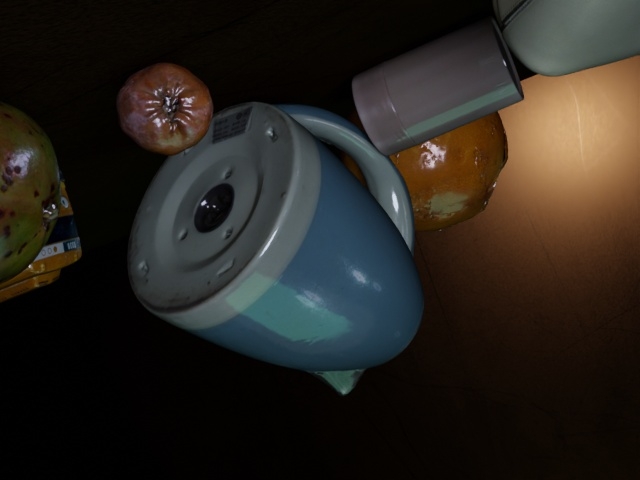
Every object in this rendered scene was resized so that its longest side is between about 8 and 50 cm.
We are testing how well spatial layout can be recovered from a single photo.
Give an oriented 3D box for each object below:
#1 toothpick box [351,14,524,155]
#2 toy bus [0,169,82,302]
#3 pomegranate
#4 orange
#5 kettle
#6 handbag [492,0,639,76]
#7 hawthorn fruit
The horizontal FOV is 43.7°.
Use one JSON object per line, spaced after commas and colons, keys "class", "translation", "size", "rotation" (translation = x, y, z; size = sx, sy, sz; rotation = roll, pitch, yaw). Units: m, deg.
{"class": "toothpick box", "translation": [0.138, -0.182, 0.954], "size": [0.181, 0.111, 0.111], "rotation": [-21, -177, 22]}
{"class": "toy bus", "translation": [-0.338, 0.010, 0.777], "size": [0.201, 0.114, 0.098], "rotation": [-20, -176, 17]}
{"class": "pomegranate", "translation": [-0.221, -0.030, 0.458], "size": [0.142, 0.114, 0.114], "rotation": [9, -175, 3]}
{"class": "orange", "translation": [0.146, -0.128, 1.146], "size": [0.240, 0.240, 0.240], "rotation": [-21, -177, 1]}
{"class": "kettle", "translation": [0.000, 0.000, 0.927], "size": [0.247, 0.319, 0.342], "rotation": [-1, 155, 44]}
{"class": "handbag", "translation": [0.267, -0.213, 0.512], "size": [0.241, 0.109, 0.315], "rotation": [-21, 179, -20]}
{"class": "hawthorn fruit", "translation": [-0.116, -0.096, 0.584], "size": [0.067, 0.066, 0.103], "rotation": [-21, -165, -12]}
